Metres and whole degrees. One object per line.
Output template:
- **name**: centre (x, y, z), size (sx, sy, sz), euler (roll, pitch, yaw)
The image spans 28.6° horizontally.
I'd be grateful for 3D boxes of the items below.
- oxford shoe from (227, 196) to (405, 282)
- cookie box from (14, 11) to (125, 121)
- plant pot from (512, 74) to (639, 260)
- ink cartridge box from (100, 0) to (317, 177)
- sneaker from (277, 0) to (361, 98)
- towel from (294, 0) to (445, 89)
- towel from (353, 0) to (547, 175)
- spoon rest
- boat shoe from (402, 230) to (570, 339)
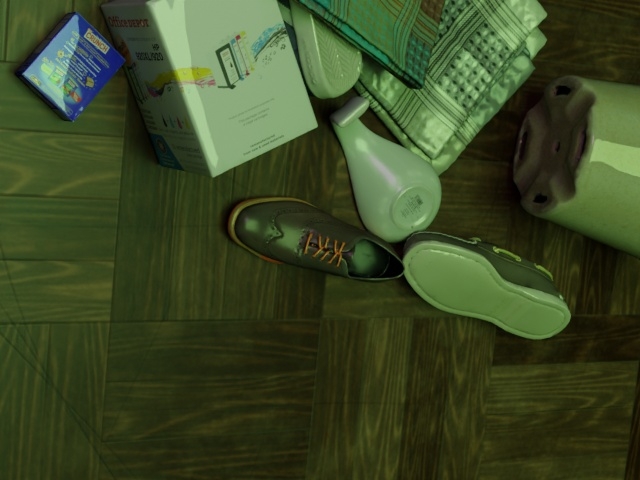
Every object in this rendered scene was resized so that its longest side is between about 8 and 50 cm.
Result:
- **oxford shoe**: centre (0.000, 0.000, 1.778), size (0.271, 0.098, 0.097), euler (13, 94, -29)
- **cookie box**: centre (-0.315, -0.219, 1.585), size (0.092, 0.040, 0.107), euler (45, 75, -28)
- **plant pot**: centre (0.482, -0.113, 1.950), size (0.305, 0.334, 0.334), euler (12, 92, -21)
- **ink cartridge box**: centre (-0.144, -0.226, 1.611), size (0.168, 0.171, 0.233), euler (-28, 111, -24)
- **sneaker**: centre (-0.049, -0.359, 1.653), size (0.131, 0.148, 0.350), euler (-23, 112, -48)
- **towel**: centre (0.067, -0.389, 1.645), size (0.370, 0.040, 0.271), euler (29, 73, -50)
- **towel**: centre (0.181, -0.303, 1.862), size (0.312, 0.056, 0.324), euler (-51, 120, -14)
- **spoon rest**: centre (0.090, -0.106, 1.835), size (0.137, 0.084, 0.276), euler (-40, 130, -7)
- **boat shoe**: centre (0.250, 0.054, 1.944), size (0.324, 0.097, 0.116), euler (23, 127, -29)
